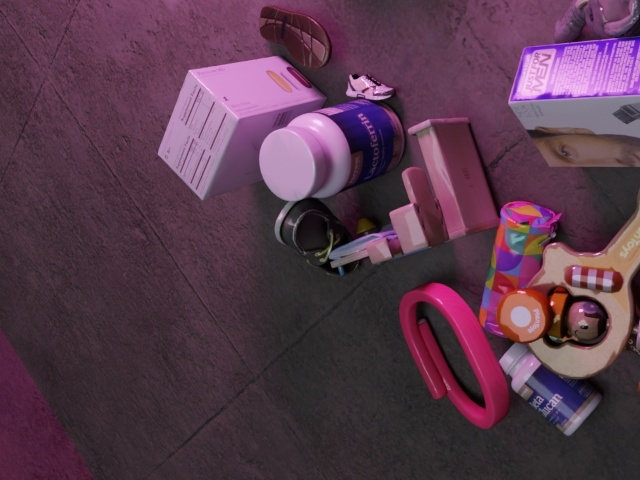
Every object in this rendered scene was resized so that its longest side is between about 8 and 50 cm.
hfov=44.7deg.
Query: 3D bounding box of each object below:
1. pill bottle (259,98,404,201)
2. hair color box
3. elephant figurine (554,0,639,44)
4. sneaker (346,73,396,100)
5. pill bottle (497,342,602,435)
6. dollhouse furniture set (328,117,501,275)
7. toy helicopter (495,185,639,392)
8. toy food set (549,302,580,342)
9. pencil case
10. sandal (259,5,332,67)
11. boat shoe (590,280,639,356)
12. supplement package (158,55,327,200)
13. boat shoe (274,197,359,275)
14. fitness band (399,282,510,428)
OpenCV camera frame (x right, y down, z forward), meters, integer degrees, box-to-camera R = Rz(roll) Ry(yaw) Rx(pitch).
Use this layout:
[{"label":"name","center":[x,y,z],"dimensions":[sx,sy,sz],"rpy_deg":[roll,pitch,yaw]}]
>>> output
[{"label":"pill bottle","center":[0.022,-0.162,1.401],"dimensions":[0.153,0.264,0.153],"rpy_deg":[16,117,35]},{"label":"hair color box","center":[0.457,-0.187,1.071],"dimensions":[0.338,0.185,0.110],"rpy_deg":[6,68,40]},{"label":"elephant figurine","center":[0.437,-0.341,1.074],"dimensions":[0.169,0.186,0.240],"rpy_deg":[15,126,6]},{"label":"sneaker","center":[0.092,-0.286,1.447],"dimensions":[0.109,0.040,0.044],"rpy_deg":[16,114,35]},{"label":"pill bottle","center":[0.396,0.252,1.363],"dimensions":[0.169,0.094,0.094],"rpy_deg":[41,128,21]},{"label":"dollhouse furniture set","center":[0.108,-0.064,1.363],"dimensions":[0.303,0.286,0.198],"rpy_deg":[-21,85,39]},{"label":"toy helicopter","center":[0.447,0.059,1.155],"dimensions":[0.235,0.140,0.355],"rpy_deg":[40,112,25]},{"label":"toy food set","center":[0.415,0.138,1.353],"dimensions":[0.082,0.020,0.083],"rpy_deg":[13,115,36]},{"label":"pencil case","center":[0.338,0.050,1.334],"dimensions":[0.104,0.104,0.236],"rpy_deg":[24,122,31]},{"label":"sandal","center":[-0.042,-0.399,1.510],"dimensions":[0.219,0.060,0.090],"rpy_deg":[35,121,43]},{"label":"boat shoe","center":[0.507,0.142,1.246],"dimensions":[0.073,0.073,0.207],"rpy_deg":[-41,71,36]},{"label":"supplement package","center":[-0.151,-0.226,1.523],"dimensions":[0.145,0.261,0.204],"rpy_deg":[44,129,17]},{"label":"boat shoe","center":[0.003,-0.004,1.485],"dimensions":[0.091,0.305,0.109],"rpy_deg":[37,89,22]},{"label":"fitness band","center":[0.249,0.215,1.452],"dimensions":[0.291,0.054,0.209],"rpy_deg":[64,155,1]}]
